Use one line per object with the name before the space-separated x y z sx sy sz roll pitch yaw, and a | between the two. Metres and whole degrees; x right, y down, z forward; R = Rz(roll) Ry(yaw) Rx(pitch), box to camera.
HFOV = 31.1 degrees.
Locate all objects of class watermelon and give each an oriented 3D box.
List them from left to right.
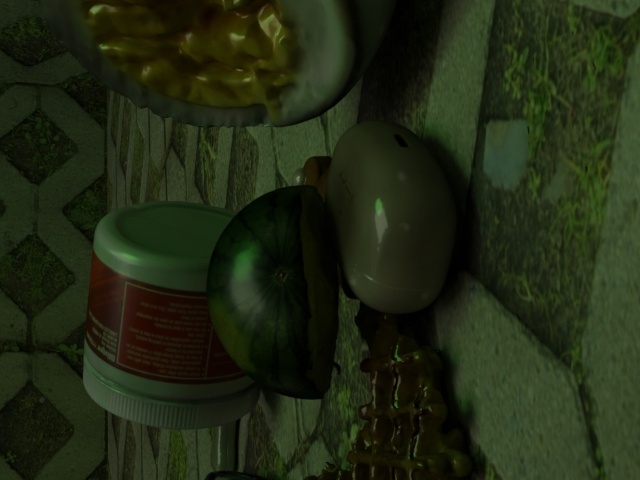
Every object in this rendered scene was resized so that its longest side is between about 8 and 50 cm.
watermelon | -0.044 0.051 1.108 0.232 0.127 0.204 -26 -69 -82

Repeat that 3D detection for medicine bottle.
medicine bottle | -0.190 0.094 1.567 0.252 0.252 0.241 -125 41 -65

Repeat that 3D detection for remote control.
remote control | -0.148 0.298 1.773 0.074 0.032 0.122 -176 90 -74

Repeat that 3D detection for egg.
egg | -0.074 -0.338 1.155 0.354 0.354 0.340 120 172 -56

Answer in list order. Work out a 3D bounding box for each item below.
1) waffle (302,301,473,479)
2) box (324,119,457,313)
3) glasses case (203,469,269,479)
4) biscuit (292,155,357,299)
waffle | 0.061 0.221 1.031 0.260 0.069 0.293 -115 35 -54
box | 0.060 -0.023 1.032 0.200 0.088 0.146 -111 28 -58
glasses case | -0.110 0.378 1.551 0.327 0.076 0.125 157 114 -71
biscuit | -0.003 -0.001 1.323 0.324 0.049 0.205 155 116 -74
